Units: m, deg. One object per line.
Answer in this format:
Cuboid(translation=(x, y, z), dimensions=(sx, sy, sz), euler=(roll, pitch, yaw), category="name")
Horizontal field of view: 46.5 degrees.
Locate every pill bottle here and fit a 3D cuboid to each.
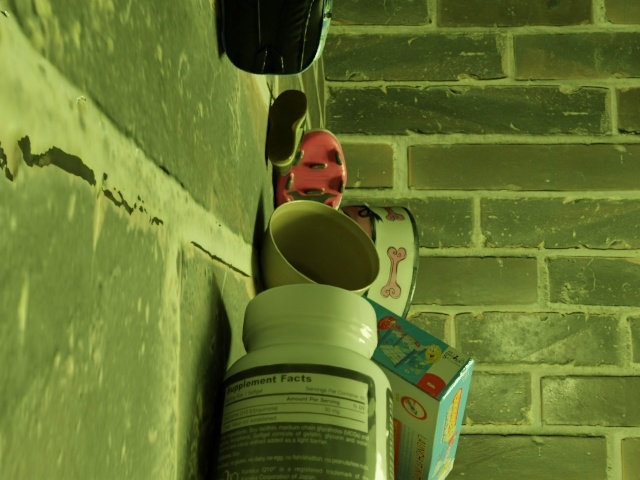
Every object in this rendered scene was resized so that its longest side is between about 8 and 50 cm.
Cuboid(translation=(-0.015, 0.190, 0.667), dimensions=(0.162, 0.162, 0.278), euler=(87, 5, -57), category="pill bottle")

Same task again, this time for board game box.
Cuboid(translation=(0.067, 0.221, 1.139), dimensions=(0.086, 0.302, 0.308), euler=(-42, 148, -32), category="board game box")

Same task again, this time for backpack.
Cuboid(translation=(-0.040, -0.216, 0.704), dimensions=(0.084, 0.105, 0.114), euler=(-79, 174, -72), category="backpack")

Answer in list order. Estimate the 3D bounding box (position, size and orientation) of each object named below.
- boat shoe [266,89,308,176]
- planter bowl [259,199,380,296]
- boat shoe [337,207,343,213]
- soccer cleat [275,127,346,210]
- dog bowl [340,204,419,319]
Cuboid(translation=(-0.052, -0.162, 1.109), dimensions=(0.049, 0.056, 0.152), euler=(95, 7, -54), category="boat shoe")
Cuboid(translation=(-0.014, 0.040, 1.008), dimensions=(0.162, 0.162, 0.109), euler=(-87, -158, -48), category="planter bowl")
Cuboid(translation=(0.000, 0.000, 1.600), dimensions=(0.342, 0.123, 0.123), euler=(-77, 170, -50), category="boat shoe")
Cuboid(translation=(-0.027, -0.053, 1.262), dimensions=(0.143, 0.116, 0.331), euler=(-114, -160, -54), category="soccer cleat")
Cuboid(translation=(0.083, 0.096, 1.822), dimensions=(0.408, 0.151, 0.407), euler=(-166, -90, -73), category="dog bowl")
